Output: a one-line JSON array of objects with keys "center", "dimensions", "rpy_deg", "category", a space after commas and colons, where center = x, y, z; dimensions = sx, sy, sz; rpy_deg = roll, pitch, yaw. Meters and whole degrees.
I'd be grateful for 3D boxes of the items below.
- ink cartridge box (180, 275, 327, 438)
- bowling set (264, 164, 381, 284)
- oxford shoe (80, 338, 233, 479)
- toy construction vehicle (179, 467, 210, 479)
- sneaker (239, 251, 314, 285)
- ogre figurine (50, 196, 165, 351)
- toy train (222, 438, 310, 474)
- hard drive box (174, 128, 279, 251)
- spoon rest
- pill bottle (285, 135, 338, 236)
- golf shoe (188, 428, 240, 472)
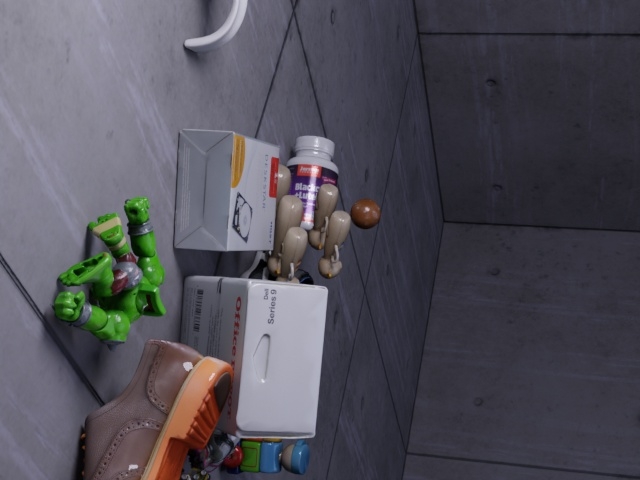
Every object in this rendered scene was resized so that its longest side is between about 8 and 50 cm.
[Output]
[{"center": [-0.106, 0.160, 1.557], "dimensions": [0.289, 0.122, 0.211], "rpy_deg": [180, -85, -66], "category": "ink cartridge box"}, {"center": [0.000, 0.000, 1.887], "dimensions": [0.287, 0.200, 0.154], "rpy_deg": [-102, -158, -57], "category": "bowling set"}, {"center": [-0.249, 0.293, 1.362], "dimensions": [0.363, 0.133, 0.130], "rpy_deg": [-60, 163, -21], "category": "oxford shoe"}, {"center": [-0.192, 0.340, 1.449], "dimensions": [0.098, 0.035, 0.086], "rpy_deg": [-62, 160, -19], "category": "toy construction vehicle"}, {"center": [-0.063, 0.062, 1.984], "dimensions": [0.217, 0.121, 0.079], "rpy_deg": [-62, 152, -58], "category": "sneaker"}, {"center": [-0.248, 0.050, 1.333], "dimensions": [0.197, 0.097, 0.118], "rpy_deg": [-86, 159, -52], "category": "ogre figurine"}, {"center": [-0.087, 0.285, 1.897], "dimensions": [0.105, 0.143, 0.248], "rpy_deg": [16, 77, -75], "category": "toy train"}, {"center": [-0.144, -0.074, 1.714], "dimensions": [0.232, 0.089, 0.181], "rpy_deg": [-2, 96, -76], "category": "hard drive box"}, {"center": [-0.150, -0.421, 1.626], "dimensions": [0.137, 0.084, 0.276], "rpy_deg": [-4, 98, -75], "category": "spoon rest"}, {"center": [-0.022, -0.102, 2.136], "dimensions": [0.108, 0.108, 0.193], "rpy_deg": [49, 46, -70], "category": "pill bottle"}, {"center": [-0.159, 0.310, 1.636], "dimensions": [0.067, 0.086, 0.186], "rpy_deg": [67, -18, 6], "category": "golf shoe"}]
